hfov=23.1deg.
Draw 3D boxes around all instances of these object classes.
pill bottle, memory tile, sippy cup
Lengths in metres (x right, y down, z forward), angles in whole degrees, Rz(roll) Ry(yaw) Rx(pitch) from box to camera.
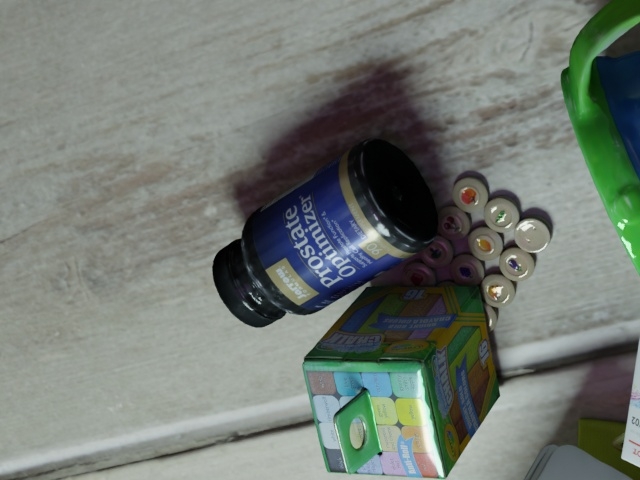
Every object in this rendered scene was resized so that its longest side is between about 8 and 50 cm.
[{"bbox_3d":[0.000,0.000,1.566,0.219,0.123,0.123,-32,95,31],"label":"pill bottle"},{"bbox_3d":[0.156,0.017,1.572,0.113,0.012,0.148,33,118,7],"label":"memory tile"},{"bbox_3d":[0.355,-0.087,1.343,0.224,0.305,0.240,-23,71,17],"label":"sippy cup"}]

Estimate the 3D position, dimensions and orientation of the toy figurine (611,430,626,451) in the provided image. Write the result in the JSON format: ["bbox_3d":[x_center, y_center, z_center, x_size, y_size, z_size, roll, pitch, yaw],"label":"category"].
[{"bbox_3d":[0.438,0.192,1.364,0.191,0.217,0.362,33,121,-21],"label":"toy figurine"}]

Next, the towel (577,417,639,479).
[{"bbox_3d":[0.375,0.237,1.567,0.237,0.021,0.102,6,106,21],"label":"towel"}]

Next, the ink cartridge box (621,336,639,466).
[{"bbox_3d":[0.325,0.156,1.372,0.104,0.061,0.181,22,108,61],"label":"ink cartridge box"}]

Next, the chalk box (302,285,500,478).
[{"bbox_3d":[0.074,0.146,1.532,0.132,0.213,0.132,-1,115,26],"label":"chalk box"}]

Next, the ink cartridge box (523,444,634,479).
[{"bbox_3d":[0.256,0.425,1.556,0.279,0.160,0.384,29,133,11],"label":"ink cartridge box"}]
